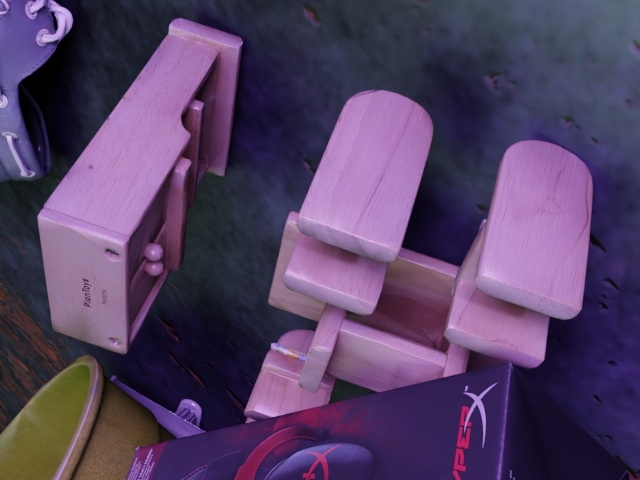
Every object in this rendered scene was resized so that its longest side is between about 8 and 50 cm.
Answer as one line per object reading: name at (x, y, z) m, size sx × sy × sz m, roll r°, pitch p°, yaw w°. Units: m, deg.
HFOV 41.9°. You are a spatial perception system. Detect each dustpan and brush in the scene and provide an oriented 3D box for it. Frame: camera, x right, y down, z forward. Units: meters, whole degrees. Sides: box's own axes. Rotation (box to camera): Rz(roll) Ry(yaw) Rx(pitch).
dustpan and brush at (-0.145, 0.209, 0.841) m, size 0.147 × 0.060 × 0.211 m, roll 28°, pitch 135°, yaw 6°

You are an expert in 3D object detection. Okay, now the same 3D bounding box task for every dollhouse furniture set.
dollhouse furniture set at (0.000, 0.000, 0.458) m, size 0.242 × 0.161 × 0.212 m, roll 19°, pitch 140°, yaw 3°

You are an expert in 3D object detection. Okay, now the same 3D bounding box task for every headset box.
headset box at (-0.017, 0.200, 0.389) m, size 0.293 × 0.218 × 0.110 m, roll -21°, pitch 129°, yaw 39°

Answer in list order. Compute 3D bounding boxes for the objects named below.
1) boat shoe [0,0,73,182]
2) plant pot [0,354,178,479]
boat shoe at (-0.220, -0.155, 0.569) m, size 0.099 × 0.116 × 0.319 m, roll 8°, pitch 138°, yaw -18°
plant pot at (-0.155, 0.347, 0.702) m, size 0.353 × 0.366 × 0.366 m, roll 38°, pitch 147°, yaw -17°
